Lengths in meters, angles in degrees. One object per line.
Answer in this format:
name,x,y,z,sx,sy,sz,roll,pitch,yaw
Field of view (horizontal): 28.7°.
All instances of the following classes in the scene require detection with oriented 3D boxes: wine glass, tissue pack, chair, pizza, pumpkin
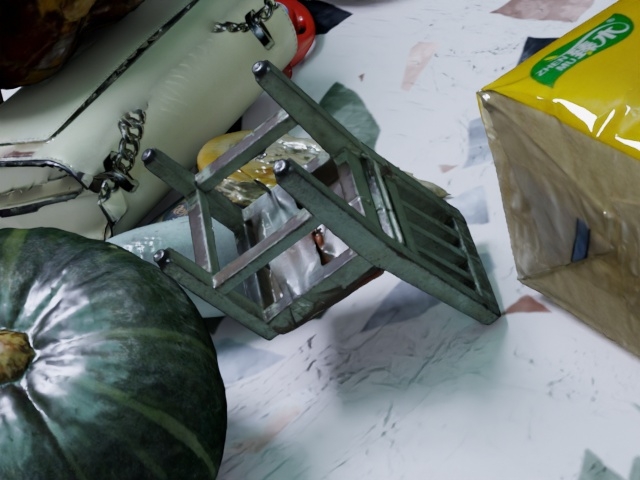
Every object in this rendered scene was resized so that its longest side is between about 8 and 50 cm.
wine glass,-0.193,-0.044,1.053,0.309,0.264,0.096,-3,33,-10
tissue pack,0.356,-0.086,0.943,0.382,0.228,0.293,-33,39,-16
chair,0.000,0.000,1.015,0.147,0.270,0.136,-36,43,21
pizza,0.001,-0.059,1.176,0.262,0.034,0.181,15,22,21
pumpkin,-0.217,0.130,0.934,0.300,0.207,0.300,-3,59,5

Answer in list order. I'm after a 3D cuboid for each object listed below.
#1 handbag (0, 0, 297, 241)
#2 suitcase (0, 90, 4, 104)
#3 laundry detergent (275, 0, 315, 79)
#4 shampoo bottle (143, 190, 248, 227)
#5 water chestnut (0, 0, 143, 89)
handbag,-0.204,-0.130,1.330,0.236,0.160,0.358,-8,33,43
suitcase,-0.468,-0.115,1.385,0.161,0.236,0.297,-2,37,7
laundry detergent,-0.050,-0.238,1.511,0.097,0.049,0.165,-15,37,1
shampoo bottle,-0.136,0.003,1.218,0.087,0.049,0.233,23,53,38
water chestnut,-0.338,-0.323,1.283,0.347,0.335,0.335,16,47,31
